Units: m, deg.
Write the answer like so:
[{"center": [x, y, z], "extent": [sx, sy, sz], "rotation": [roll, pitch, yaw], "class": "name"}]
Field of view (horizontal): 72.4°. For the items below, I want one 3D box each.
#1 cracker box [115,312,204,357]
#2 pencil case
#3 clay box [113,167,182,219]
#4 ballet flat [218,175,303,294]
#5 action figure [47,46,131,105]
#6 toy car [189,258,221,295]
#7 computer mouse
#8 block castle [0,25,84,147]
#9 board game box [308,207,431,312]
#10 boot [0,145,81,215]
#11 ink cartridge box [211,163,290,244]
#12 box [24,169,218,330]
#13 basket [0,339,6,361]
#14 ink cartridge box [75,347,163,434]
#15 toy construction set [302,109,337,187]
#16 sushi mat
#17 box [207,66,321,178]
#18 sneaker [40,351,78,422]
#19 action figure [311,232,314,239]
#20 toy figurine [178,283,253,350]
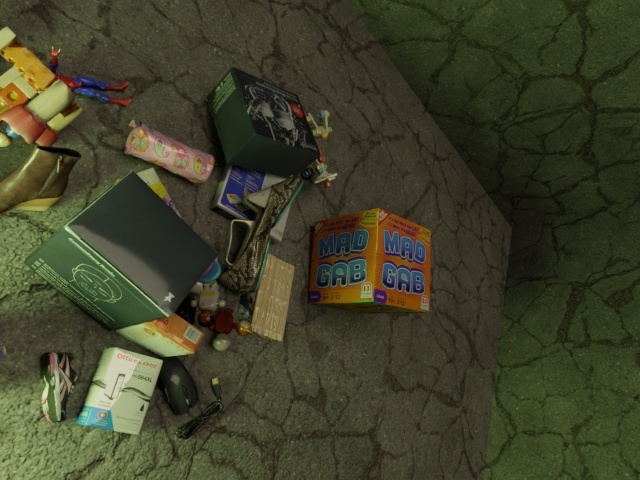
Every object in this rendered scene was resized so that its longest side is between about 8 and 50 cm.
[{"center": [-0.455, 0.259, 1.231], "extent": [0.156, 0.232, 0.067], "rotation": [44, 49, -26], "class": "cracker box"}, {"center": [-0.498, -0.289, 1.451], "extent": [0.284, 0.124, 0.124], "rotation": [23, 61, -36], "class": "pencil case"}, {"center": [-0.541, -0.109, 1.396], "extent": [0.127, 0.053, 0.221], "rotation": [-35, 104, -45], "class": "clay box"}, {"center": [-0.227, -0.050, 1.555], "extent": [0.182, 0.164, 0.482], "rotation": [26, 79, -15], "class": "ballet flat"}, {"center": [-0.705, -0.478, 1.301], "extent": [0.281, 0.139, 0.091], "rotation": [-7, 81, -43], "class": "action figure"}, {"center": [-0.401, 0.081, 1.411], "extent": [0.182, 0.136, 0.159], "rotation": [36, 54, -31], "class": "toy car"}, {"center": [-0.393, 0.457, 1.353], "extent": [0.184, 0.060, 0.261], "rotation": [-23, 94, -45], "class": "computer mouse"}, {"center": [-0.821, -0.423, 1.035], "extent": [0.213, 0.303, 0.453], "rotation": [-47, 112, -12], "class": "block castle"}, {"center": [0.209, 0.108, 1.826], "extent": [0.357, 0.357, 0.355], "rotation": [18, 71, -41], "class": "board game box"}, {"center": [-0.744, -0.157, 1.076], "extent": [0.090, 0.207, 0.248], "rotation": [48, 22, 15], "class": "boot"}, {"center": [-0.247, -0.186, 1.704], "extent": [0.304, 0.072, 0.307], "rotation": [31, 55, -32], "class": "ink cartridge box"}, {"center": [-0.517, 0.048, 1.122], "extent": [0.293, 0.396, 0.212], "rotation": [50, 48, -22], "class": "box"}, {"center": [-0.781, 0.279, 0.890], "extent": [0.201, 0.255, 0.288], "rotation": [26, 50, -29], "class": "basket"}, {"center": [-0.545, 0.410, 1.198], "extent": [0.148, 0.086, 0.203], "rotation": [30, 58, -35], "class": "ink cartridge box"}, {"center": [-0.014, -0.374, 1.885], "extent": [0.151, 0.215, 0.327], "rotation": [-6, 81, -45], "class": "toy construction set"}, {"center": [-0.179, 0.218, 1.672], "extent": [0.152, 0.019, 0.316], "rotation": [29, 58, -36], "class": "sushi mat"}, {"center": [-0.211, -0.434, 1.669], "extent": [0.343, 0.179, 0.312], "rotation": [4, 59, -49], "class": "box"}, {"center": [-0.657, 0.370, 1.117], "extent": [0.077, 0.072, 0.178], "rotation": [3, 80, -55], "class": "sneaker"}, {"center": [0.000, 0.000, 1.914], "extent": [0.115, 0.030, 0.038], "rotation": [37, 56, -27], "class": "action figure"}, {"center": [-0.330, 0.248, 1.374], "extent": [0.213, 0.210, 0.148], "rotation": [27, 49, -35], "class": "toy figurine"}]
